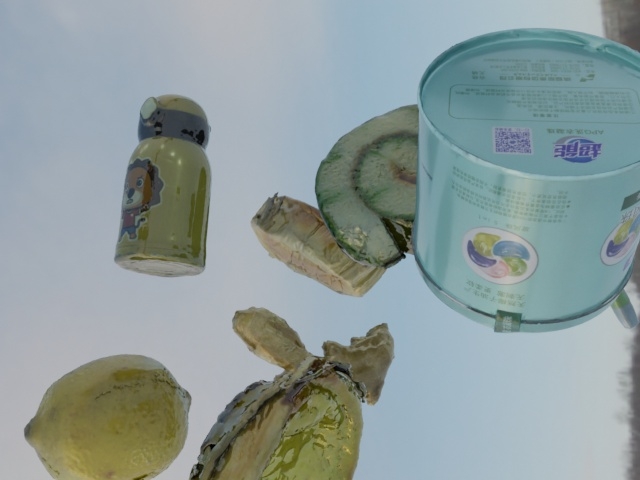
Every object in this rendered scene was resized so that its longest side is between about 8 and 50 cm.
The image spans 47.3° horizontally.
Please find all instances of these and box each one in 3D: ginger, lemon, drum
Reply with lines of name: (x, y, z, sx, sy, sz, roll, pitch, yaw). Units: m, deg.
ginger: (0.003, 0.308, 1.410, 0.348, 0.122, 0.362, 1, -106, -20)
lemon: (-0.395, 0.341, 1.378, 0.310, 0.258, 0.257, -7, -86, -34)
drum: (0.445, 0.017, 1.141, 0.253, 0.130, 0.049, 49, -131, 3)

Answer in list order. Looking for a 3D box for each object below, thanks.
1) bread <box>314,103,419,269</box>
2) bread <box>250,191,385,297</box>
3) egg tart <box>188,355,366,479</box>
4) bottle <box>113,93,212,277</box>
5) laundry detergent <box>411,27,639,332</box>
bread: (0.170, -0.110, 1.498, 0.382, 0.366, 0.129, -54, -36, -18)
bread: (-0.001, 0.005, 2.013, 0.183, 0.389, 0.236, -53, -15, -19)
egg tart: (-0.055, 0.232, 0.697, 0.279, 0.095, 0.278, -39, -40, -42)
bottle: (-0.297, -0.114, 1.420, 0.171, 0.172, 0.351, 28, -121, -59)
laundry detergent: (0.258, -0.057, 0.910, 0.305, 0.287, 0.287, 84, -159, -45)
